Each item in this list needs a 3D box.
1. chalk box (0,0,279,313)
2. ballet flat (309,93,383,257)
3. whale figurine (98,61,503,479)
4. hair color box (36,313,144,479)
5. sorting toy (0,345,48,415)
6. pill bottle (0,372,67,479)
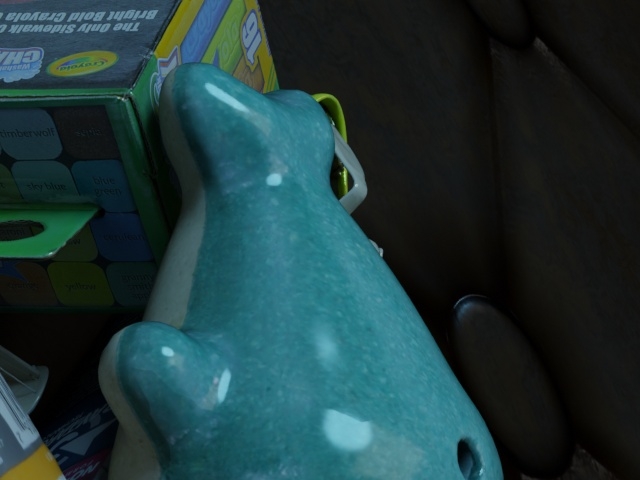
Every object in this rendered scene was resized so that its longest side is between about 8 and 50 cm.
[{"bbox_3d":[-0.116,-0.049,0.922,0.213,0.132,0.132,-68,152,-46],"label":"chalk box"},{"bbox_3d":[0.000,0.000,1.221,0.077,0.077,0.231,31,39,-43],"label":"ballet flat"},{"bbox_3d":[-0.001,0.054,0.827,0.216,0.141,0.272,13,69,-55],"label":"whale figurine"},{"bbox_3d":[-0.058,0.137,0.962,0.174,0.105,0.347,52,28,-13],"label":"hair color box"},{"bbox_3d":[-0.177,0.075,0.902,0.083,0.045,0.075,40,41,-33],"label":"sorting toy"},{"bbox_3d":[-0.227,0.032,0.729,0.278,0.162,0.162,57,28,-2],"label":"pill bottle"}]
